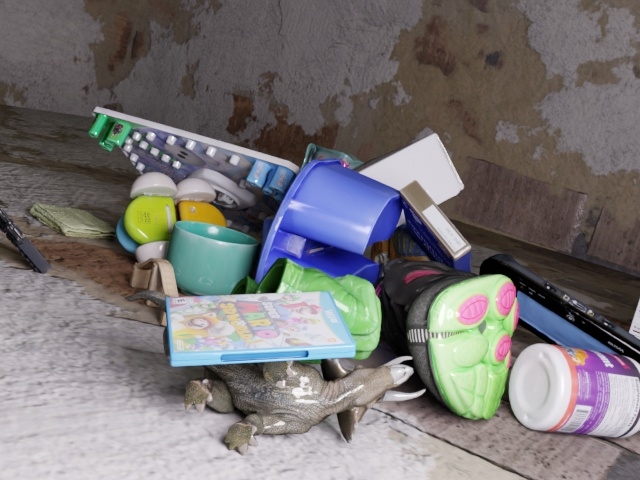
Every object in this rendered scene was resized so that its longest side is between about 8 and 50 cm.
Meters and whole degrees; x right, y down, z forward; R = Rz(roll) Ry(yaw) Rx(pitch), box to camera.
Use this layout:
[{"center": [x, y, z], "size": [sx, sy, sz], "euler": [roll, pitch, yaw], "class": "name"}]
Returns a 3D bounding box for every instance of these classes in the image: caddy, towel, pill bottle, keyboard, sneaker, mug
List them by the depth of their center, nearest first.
[{"center": [0.347, 0.194, 1.130], "size": [0.194, 0.108, 0.108], "euler": [11, 10, -24], "class": "pill bottle"}, {"center": [0.150, 0.118, 1.172], "size": [0.202, 0.185, 0.483], "euler": [9, -2, 11], "class": "sneaker"}, {"center": [-0.432, -0.028, 1.207], "size": [0.180, 0.023, 0.108], "euler": [55, -15, -25], "class": "keyboard"}, {"center": [-0.153, 0.037, 1.338], "size": [0.158, 0.097, 0.129], "euler": [12, 9, -20], "class": "mug"}, {"center": [0.000, 0.000, 1.369], "size": [0.179, 0.241, 0.341], "euler": [23, 10, 11], "class": "caddy"}, {"center": [-0.431, -0.034, 1.556], "size": [0.110, 0.027, 0.148], "euler": [6, 12, -45], "class": "towel"}, {"center": [0.189, 0.030, 1.662], "size": [0.131, 0.111, 0.296], "euler": [5, -1, -11], "class": "sneaker"}]

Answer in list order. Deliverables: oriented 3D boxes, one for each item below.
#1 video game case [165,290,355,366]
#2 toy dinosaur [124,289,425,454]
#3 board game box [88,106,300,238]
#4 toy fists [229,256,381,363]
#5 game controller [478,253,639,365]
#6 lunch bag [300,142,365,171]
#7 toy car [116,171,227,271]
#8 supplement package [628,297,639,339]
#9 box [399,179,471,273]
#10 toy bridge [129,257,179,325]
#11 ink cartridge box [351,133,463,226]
[{"center": [-0.061, 0.081, 0.843], "size": [0.167, 0.015, 0.119], "euler": [-1, 21, -12], "class": "video game case"}, {"center": [-0.069, 0.139, 0.903], "size": [0.314, 0.120, 0.160], "euler": [13, -4, 24], "class": "toy dinosaur"}, {"center": [-0.185, -0.080, 1.614], "size": [0.390, 0.050, 0.390], "euler": [17, -18, 18], "class": "board game box"}, {"center": [-0.018, 0.086, 1.051], "size": [0.142, 0.096, 0.279], "euler": [27, -19, -14], "class": "toy fists"}, {"center": [0.381, 0.132, 1.363], "size": [0.319, 0.067, 0.166], "euler": [33, -9, 21], "class": "game controller"}, {"center": [0.014, -0.092, 1.972], "size": [0.160, 0.223, 0.262], "euler": [18, 6, -28], "class": "lunch bag"}, {"center": [-0.250, -0.017, 1.452], "size": [0.182, 0.159, 0.136], "euler": [5, -22, -42], "class": "toy car"}, {"center": [0.666, 0.143, 1.631], "size": [0.149, 0.203, 0.194], "euler": [20, 10, 28], "class": "supplement package"}, {"center": [0.186, 0.003, 1.410], "size": [0.136, 0.037, 0.225], "euler": [53, -3, 21], "class": "box"}, {"center": [-0.220, 0.059, 1.210], "size": [0.026, 0.063, 0.188], "euler": [10, 10, -28], "class": "toy bridge"}, {"center": [0.103, -0.086, 1.688], "size": [0.211, 0.121, 0.289], "euler": [-29, 5, -21], "class": "ink cartridge box"}]
